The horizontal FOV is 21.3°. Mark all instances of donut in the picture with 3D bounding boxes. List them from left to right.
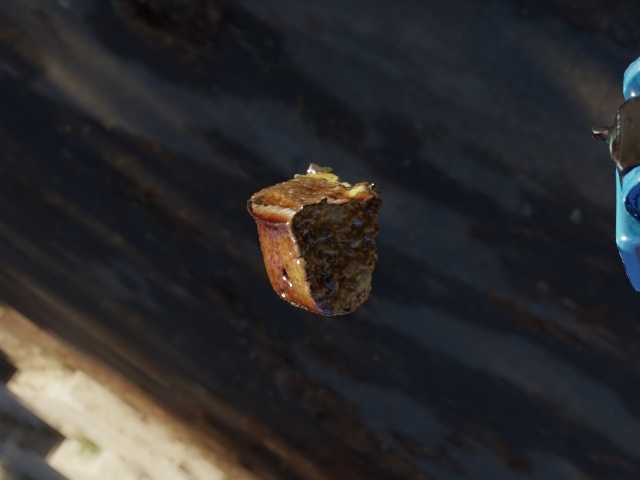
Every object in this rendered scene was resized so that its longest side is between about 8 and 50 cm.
[{"bbox_3d":[-0.008,0.000,1.653,0.186,0.144,0.126,7,109,61],"label":"donut"}]

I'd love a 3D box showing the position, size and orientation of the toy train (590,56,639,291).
[{"bbox_3d":[0.427,-0.065,1.687,0.300,0.188,0.265,-7,146,19],"label":"toy train"}]
